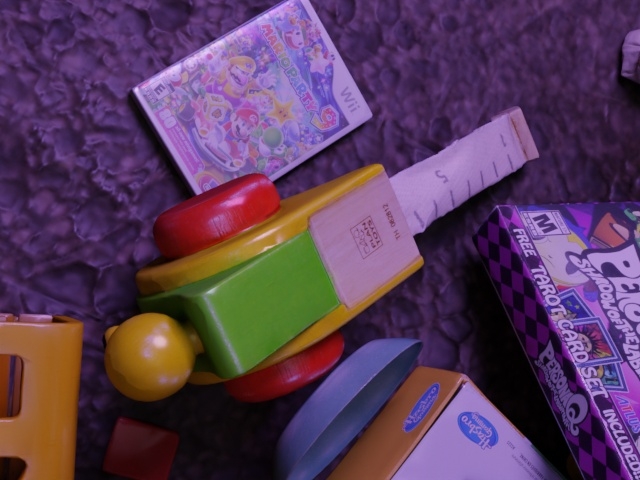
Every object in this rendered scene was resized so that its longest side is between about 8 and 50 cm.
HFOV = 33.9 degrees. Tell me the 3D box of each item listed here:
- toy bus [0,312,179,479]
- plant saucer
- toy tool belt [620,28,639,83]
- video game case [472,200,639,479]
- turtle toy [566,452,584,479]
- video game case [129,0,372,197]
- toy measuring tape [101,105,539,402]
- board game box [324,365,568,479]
[{"bbox_3d":[-0.168,0.126,0.505,0.191,0.104,0.202,-45,104,-17],"label":"toy bus"},{"bbox_3d":[0.010,0.094,0.584,0.021,0.119,0.119,42,72,15],"label":"plant saucer"},{"bbox_3d":[0.249,-0.123,0.710,0.083,0.051,0.052,3,88,-23],"label":"toy tool belt"},{"bbox_3d":[0.225,0.076,0.630,0.210,0.042,0.232,-2,54,-27],"label":"video game case"},{"bbox_3d":[0.226,0.157,0.666,0.130,0.095,0.066,5,67,-22],"label":"turtle toy"},{"bbox_3d":[-0.038,-0.080,0.613,0.122,0.011,0.087,-34,101,-20],"label":"video game case"},{"bbox_3d":[0.000,0.000,0.598,0.330,0.121,0.121,-33,102,-43],"label":"toy measuring tape"},{"bbox_3d":[0.052,0.271,0.614,0.242,0.064,0.316,46,73,-15],"label":"board game box"}]
